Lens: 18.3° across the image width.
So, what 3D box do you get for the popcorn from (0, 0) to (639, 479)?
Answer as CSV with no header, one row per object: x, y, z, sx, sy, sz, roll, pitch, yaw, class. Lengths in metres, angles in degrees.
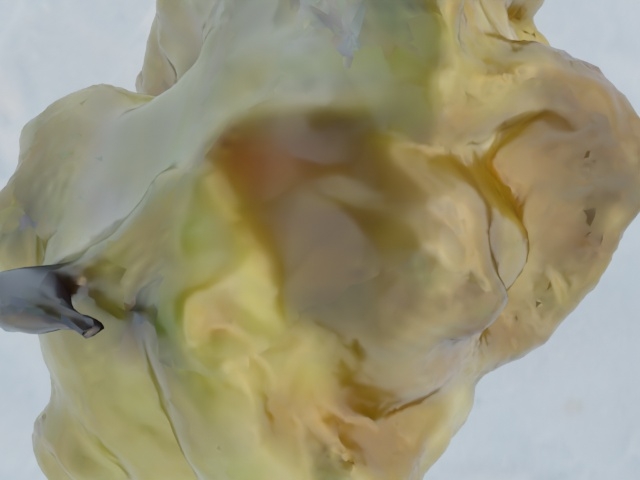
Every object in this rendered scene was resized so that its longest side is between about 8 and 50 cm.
0.000,0.000,0.918,0.315,0.297,0.281,-19,143,17,popcorn
